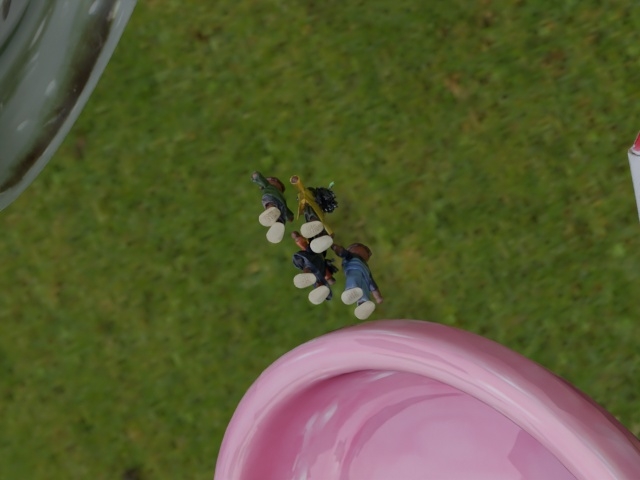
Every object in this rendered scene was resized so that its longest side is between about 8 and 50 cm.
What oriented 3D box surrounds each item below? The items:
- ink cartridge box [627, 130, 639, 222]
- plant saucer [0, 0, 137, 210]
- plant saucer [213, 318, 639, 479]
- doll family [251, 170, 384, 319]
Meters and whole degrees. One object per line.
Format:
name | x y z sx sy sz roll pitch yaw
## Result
ink cartridge box | 0.324 -0.111 1.168 0.130 0.309 0.272 8 139 27
plant saucer | -0.215 -0.213 1.266 0.100 0.400 0.400 24 130 3
plant saucer | 0.084 0.192 0.857 0.332 0.084 0.332 21 121 39
doll family | 0.000 0.000 1.734 0.076 0.111 0.193 -24 115 8
